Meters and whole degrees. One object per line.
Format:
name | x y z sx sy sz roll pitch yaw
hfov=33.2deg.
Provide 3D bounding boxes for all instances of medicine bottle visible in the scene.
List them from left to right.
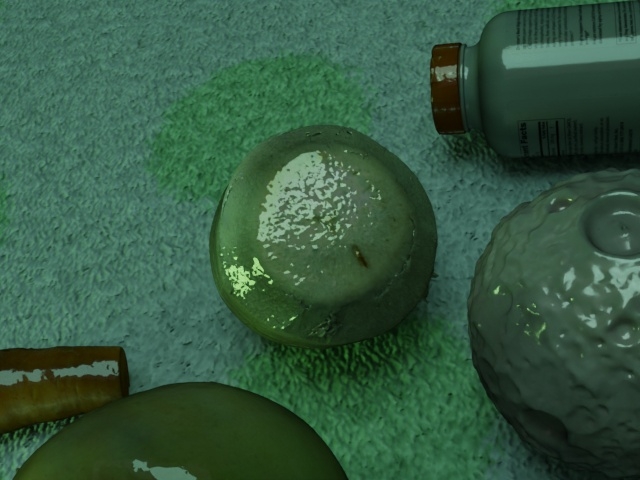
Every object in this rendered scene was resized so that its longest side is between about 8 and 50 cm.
medicine bottle | 0.263 -0.167 1.125 0.289 0.157 0.157 -2 49 14

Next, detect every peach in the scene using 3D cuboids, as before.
peach | -0.111 0.252 0.812 0.292 0.247 0.292 -18 58 32

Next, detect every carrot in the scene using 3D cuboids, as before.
carrot | -0.284 0.142 1.056 0.193 0.087 0.087 -14 47 4

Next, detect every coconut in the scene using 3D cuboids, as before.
coconut | 0.000 0.000 1.023 0.224 0.234 0.224 0 81 2

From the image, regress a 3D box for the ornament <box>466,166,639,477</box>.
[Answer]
ornament | 0.250 0.060 0.883 0.259 0.225 0.259 -9 48 10
